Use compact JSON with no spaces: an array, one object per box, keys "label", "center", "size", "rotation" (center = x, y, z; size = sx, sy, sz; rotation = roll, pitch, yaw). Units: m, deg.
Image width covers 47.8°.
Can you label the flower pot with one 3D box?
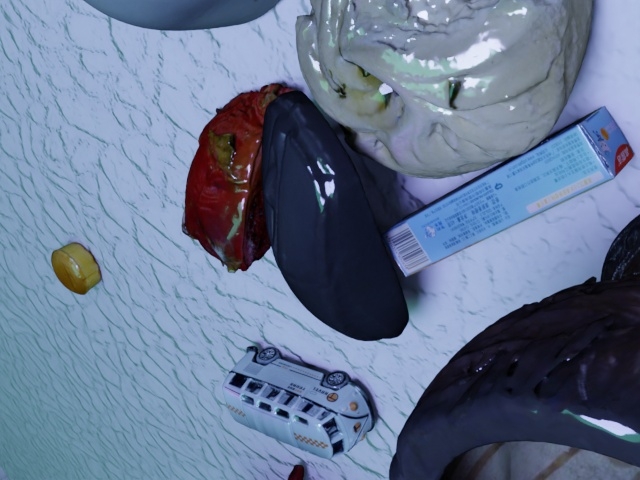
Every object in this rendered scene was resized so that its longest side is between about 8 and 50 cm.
[{"label":"flower pot","center":[0.217,0.113,0.424],"size":[0.266,0.267,0.267],"rotation":[25,134,29]}]

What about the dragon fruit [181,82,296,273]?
[{"label":"dragon fruit","center":[-0.087,-0.072,0.690],"size":[0.120,0.127,0.161],"rotation":[24,137,20]}]

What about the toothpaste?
[{"label":"toothpaste","center":[0.138,-0.036,0.551],"size":[0.193,0.070,0.044],"rotation":[-31,92,44]}]

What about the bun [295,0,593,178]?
[{"label":"bun","center":[0.068,-0.138,0.485],"size":[0.209,0.116,0.237],"rotation":[28,139,27]}]

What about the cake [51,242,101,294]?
[{"label":"cake","center":[-0.386,0.045,1.135],"size":[0.084,0.044,0.084],"rotation":[24,133,27]}]

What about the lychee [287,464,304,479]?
[{"label":"lychee","center":[-0.064,0.564,0.977],"size":[0.424,0.424,0.500],"rotation":[-16,70,49]}]

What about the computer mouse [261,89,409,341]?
[{"label":"computer mouse","center":[0.000,0.000,0.622],"size":[0.138,0.086,0.270],"rotation":[56,173,46]}]

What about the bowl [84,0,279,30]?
[{"label":"bowl","center":[-0.159,-0.287,0.561],"size":[0.289,0.146,0.289],"rotation":[25,135,28]}]

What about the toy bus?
[{"label":"toy bus","center":[-0.031,0.200,0.880],"size":[0.193,0.089,0.087],"rotation":[12,128,37]}]
